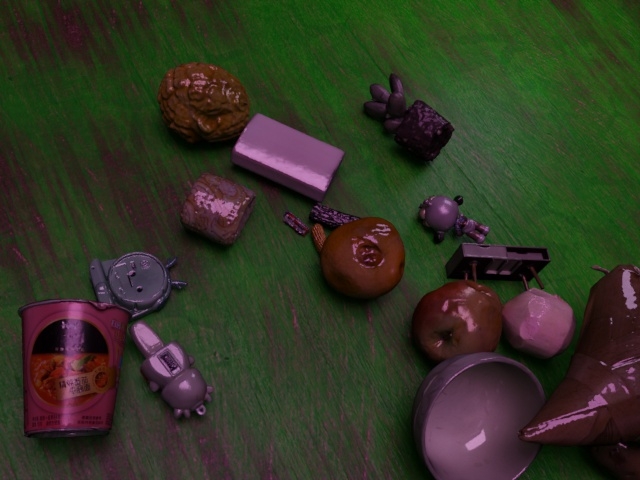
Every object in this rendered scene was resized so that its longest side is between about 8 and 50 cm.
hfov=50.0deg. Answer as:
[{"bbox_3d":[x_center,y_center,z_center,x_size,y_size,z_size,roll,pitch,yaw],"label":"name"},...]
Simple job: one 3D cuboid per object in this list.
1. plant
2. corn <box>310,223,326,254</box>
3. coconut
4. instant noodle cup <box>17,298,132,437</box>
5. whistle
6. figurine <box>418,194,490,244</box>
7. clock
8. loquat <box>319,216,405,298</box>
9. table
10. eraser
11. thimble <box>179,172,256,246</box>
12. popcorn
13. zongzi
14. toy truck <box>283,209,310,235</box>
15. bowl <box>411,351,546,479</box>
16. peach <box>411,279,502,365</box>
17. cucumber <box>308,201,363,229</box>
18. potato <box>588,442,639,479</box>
[{"bbox_3d":[0.242,-0.351,1.967,0.146,0.149,0.274,-43,69,-3],"label":"plant"},{"bbox_3d":[0.000,0.000,1.768,0.037,0.037,0.092,-13,65,-20],"label":"corn"},{"bbox_3d":[0.527,0.198,1.697,0.182,0.171,0.171,28,58,-4],"label":"coconut"},{"bbox_3d":[-0.503,0.266,1.399,0.243,0.244,0.255,1,69,-13],"label":"instant noodle cup"},{"bbox_3d":[-0.330,0.280,1.490,0.253,0.106,0.101,49,31,8],"label":"whistle"},{"bbox_3d":[0.356,-0.054,1.855,0.197,0.093,0.147,30,80,-4],"label":"figurine"},{"bbox_3d":[-0.421,0.095,1.598,0.210,0.066,0.159,-18,67,-23],"label":"clock"},{"bbox_3d":[0.104,0.048,1.679,0.213,0.213,0.213,6,59,-10],"label":"loquat"},{"bbox_3d":[0.462,0.088,1.775,0.240,0.122,0.111,3,59,-11],"label":"table"},{"bbox_3d":[-0.085,-0.224,1.843,0.270,0.095,0.174,25,50,0],"label":"eraser"},{"bbox_3d":[-0.249,-0.085,1.701,0.143,0.137,0.190,24,47,1],"label":"thimble"},{"bbox_3d":[-0.298,-0.371,1.829,0.236,0.206,0.251,14,25,11],"label":"popcorn"},{"bbox_3d":[0.600,0.209,1.529,0.466,0.218,0.500,6,51,-16],"label":"zongzi"},{"bbox_3d":[-0.065,-0.046,1.786,0.083,0.024,0.032,38,37,8],"label":"toy truck"},{"bbox_3d":[0.326,0.383,1.508,0.307,0.163,0.307,-4,101,-21],"label":"bowl"},{"bbox_3d":[0.342,0.199,1.650,0.235,0.214,0.214,-22,66,-43],"label":"peach"},{"bbox_3d":[0.062,-0.049,1.797,0.187,0.058,0.058,17,58,-3],"label":"cucumber"},{"bbox_3d":[0.726,0.486,1.589,0.262,0.165,0.165,36,59,6],"label":"potato"}]
